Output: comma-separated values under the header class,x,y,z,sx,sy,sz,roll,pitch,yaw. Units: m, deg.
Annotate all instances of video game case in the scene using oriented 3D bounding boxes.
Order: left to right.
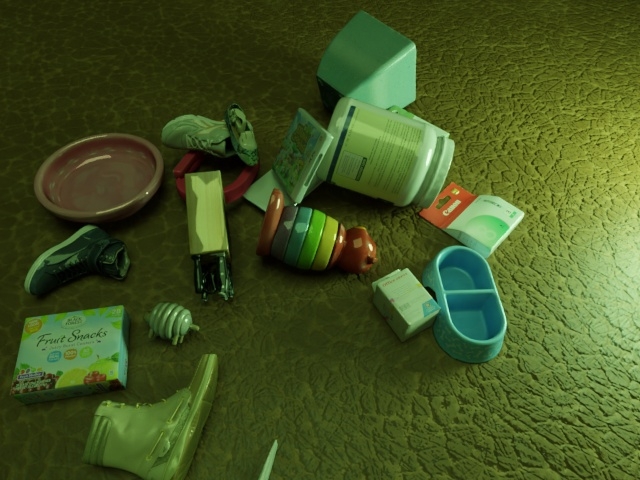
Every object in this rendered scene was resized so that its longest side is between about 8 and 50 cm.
class,x,y,z,sx,sy,sz,roll,pitch,yaw
video game case,-0.056,-0.230,1.249,0.023,0.193,0.212,15,25,-32

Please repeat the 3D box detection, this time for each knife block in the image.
class,x,y,z,sx,sy,sz,roll,pitch,yaw
knife block,-0.261,-0.002,1.105,0.088,0.276,0.242,-7,25,-9

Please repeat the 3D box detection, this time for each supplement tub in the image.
class,x,y,z,sx,sy,sz,roll,pitch,yaw
supplement tub,0.170,-0.231,1.279,0.324,0.235,0.235,19,54,0

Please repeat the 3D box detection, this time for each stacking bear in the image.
class,x,y,z,sx,sy,sz,roll,pitch,yaw
stacking bear,0.000,0.000,1.167,0.289,0.175,0.164,16,82,-3

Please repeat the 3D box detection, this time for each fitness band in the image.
class,x,y,z,sx,sy,sz,roll,pitch,yaw
fitness band,-0.291,-0.199,1.339,0.209,0.054,0.291,12,43,7

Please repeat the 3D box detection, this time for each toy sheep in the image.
class,x,y,z,sx,sy,sz,roll,pitch,yaw
toy sheep,-0.335,0.184,1.054,0.132,0.091,0.091,14,54,3

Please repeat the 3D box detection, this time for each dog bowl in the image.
class,x,y,z,sx,sy,sz,roll,pitch,yaw
dog bowl,0.346,0.140,1.128,0.165,0.074,0.297,-1,53,-4

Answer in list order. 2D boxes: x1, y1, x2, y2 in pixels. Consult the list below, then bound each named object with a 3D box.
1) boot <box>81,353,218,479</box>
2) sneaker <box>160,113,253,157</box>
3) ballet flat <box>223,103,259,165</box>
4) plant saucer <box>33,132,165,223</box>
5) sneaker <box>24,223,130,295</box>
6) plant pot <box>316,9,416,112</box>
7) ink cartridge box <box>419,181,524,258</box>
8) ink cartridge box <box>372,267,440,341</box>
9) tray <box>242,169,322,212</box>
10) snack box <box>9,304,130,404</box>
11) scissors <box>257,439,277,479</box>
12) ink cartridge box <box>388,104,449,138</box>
class,x,y,z,sx,sy,sz,roll,pitch,yaw
boot,-0.330,0.334,0.939,0.203,0.095,0.262,11,58,7
sneaker,-0.315,-0.285,1.324,0.262,0.099,0.121,-7,47,-13
ballet flat,-0.214,-0.294,1.281,0.070,0.070,0.188,-23,74,-18
plant saucer,-0.593,-0.163,1.290,0.332,0.084,0.332,1,50,-1
sneaker,-0.570,0.067,1.126,0.163,0.086,0.226,26,55,19
plant pot,0.129,-0.522,1.512,0.252,0.248,0.247,-40,64,-10
ink cartridge box,0.419,-0.075,1.305,0.224,0.056,0.181,39,60,21
ink cartridge box,0.193,0.145,1.105,0.092,0.090,0.143,-24,57,-19
tray,-0.085,-0.166,1.359,0.145,0.030,0.270,35,59,20
snack box,-0.527,0.242,1.009,0.207,0.070,0.175,-6,54,-8
scissors,-0.141,0.516,0.855,0.109,0.021,0.297,2,55,1
ink cartridge box,0.286,-0.336,1.483,0.209,0.062,0.109,36,60,22
